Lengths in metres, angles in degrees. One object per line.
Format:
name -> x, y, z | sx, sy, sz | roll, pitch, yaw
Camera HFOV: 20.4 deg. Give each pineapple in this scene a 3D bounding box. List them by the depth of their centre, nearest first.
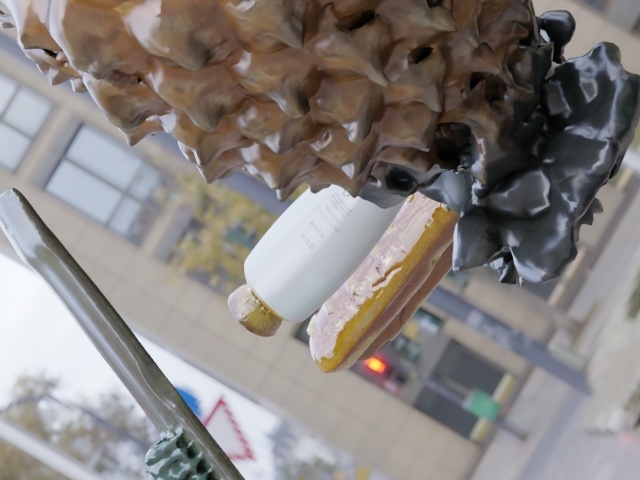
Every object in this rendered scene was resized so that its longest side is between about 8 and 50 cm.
pineapple -> 0.030, -0.088, 0.785 | 0.223, 0.357, 0.223 | -31, 37, 27

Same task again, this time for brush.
brush -> -0.071, 0.063, 0.687 | 0.027, 0.190, 0.034 | -40, 9, -26

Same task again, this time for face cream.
face cream -> 0.000, 0.000, 1.353 | 0.182, 0.072, 0.051 | -48, -18, 26

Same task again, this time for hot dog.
hot dog -> 0.080, 0.015, 1.608 | 0.115, 0.072, 0.269 | -5, -41, -55
